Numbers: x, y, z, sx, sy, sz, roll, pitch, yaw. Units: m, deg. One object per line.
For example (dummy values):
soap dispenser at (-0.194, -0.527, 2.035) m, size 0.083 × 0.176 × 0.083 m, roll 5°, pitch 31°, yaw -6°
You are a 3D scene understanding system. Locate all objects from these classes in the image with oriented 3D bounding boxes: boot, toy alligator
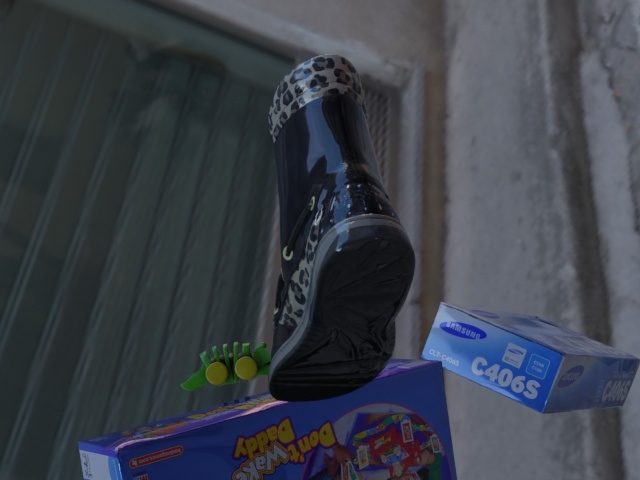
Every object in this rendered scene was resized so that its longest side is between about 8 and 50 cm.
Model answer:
boot at (0.002, -0.001, 0.818) m, size 0.236 × 0.085 × 0.178 m, roll 109°, pitch 155°, yaw -53°
toy alligator at (-0.088, 0.152, 1.424) m, size 0.056 × 0.190 × 0.051 m, roll 87°, pitch 172°, yaw -81°

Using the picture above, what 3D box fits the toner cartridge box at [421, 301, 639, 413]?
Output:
toner cartridge box at (0.276, 0.149, 1.404) m, size 0.348 × 0.165 × 0.075 m, roll 12°, pitch -82°, yaw -60°

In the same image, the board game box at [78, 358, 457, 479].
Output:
board game box at (-0.026, 0.254, 0.994) m, size 0.078 × 0.347 × 0.233 m, roll -6°, pitch 93°, yaw 54°
